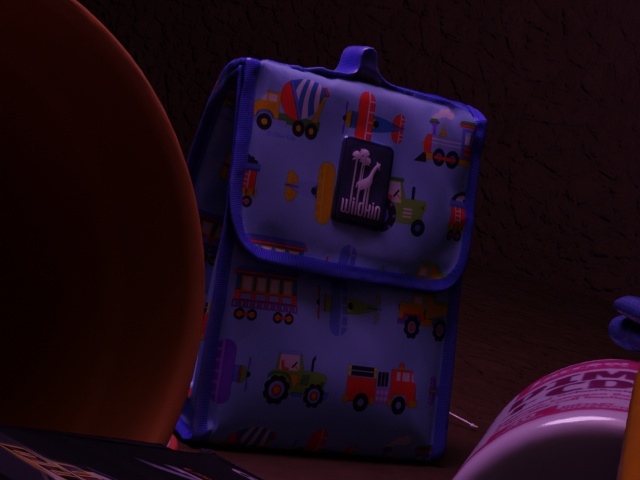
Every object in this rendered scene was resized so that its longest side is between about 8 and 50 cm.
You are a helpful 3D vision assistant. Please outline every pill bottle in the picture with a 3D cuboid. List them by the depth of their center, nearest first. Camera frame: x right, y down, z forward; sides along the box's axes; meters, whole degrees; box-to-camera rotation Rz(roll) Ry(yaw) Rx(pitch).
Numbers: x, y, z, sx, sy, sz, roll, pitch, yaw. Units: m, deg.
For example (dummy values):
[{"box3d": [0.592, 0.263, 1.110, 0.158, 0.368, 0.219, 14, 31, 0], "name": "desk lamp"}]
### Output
[{"box3d": [0.148, 0.146, 0.881, 0.160, 0.160, 0.283, 14, 6, 11], "name": "pill bottle"}]

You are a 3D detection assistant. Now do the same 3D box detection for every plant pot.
[{"box3d": [-0.230, 0.019, 0.835, 0.203, 0.290, 0.291, -6, -8, 42], "name": "plant pot"}]

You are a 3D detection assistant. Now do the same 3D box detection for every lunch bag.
[{"box3d": [0.000, 0.000, 1.282, 0.221, 0.293, 0.138, 9, 7, -33], "name": "lunch bag"}]

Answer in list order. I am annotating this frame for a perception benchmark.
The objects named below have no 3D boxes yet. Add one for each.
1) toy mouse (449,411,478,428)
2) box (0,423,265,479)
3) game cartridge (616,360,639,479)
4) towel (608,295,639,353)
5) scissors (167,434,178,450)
[{"box3d": [0.047, 0.120, 1.519, 0.161, 0.031, 0.143, 12, 6, -12], "name": "toy mouse"}, {"box3d": [0.020, 0.153, 0.565, 0.295, 0.073, 0.293, 26, 1, 20], "name": "box"}, {"box3d": [0.224, 0.157, 0.629, 0.285, 0.052, 0.324, 45, 18, 1], "name": "game cartridge"}, {"box3d": [0.318, 0.087, 0.926, 0.285, 0.034, 0.209, 12, 6, -29], "name": "towel"}, {"box3d": [-0.151, 0.136, 0.997, 0.109, 0.021, 0.297, 13, 5, 3], "name": "scissors"}]
